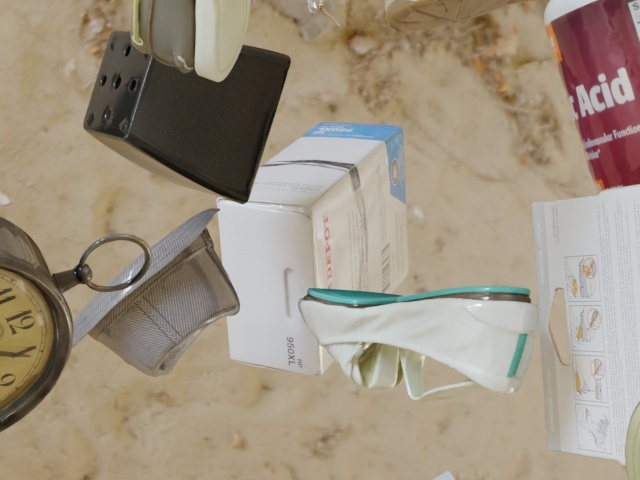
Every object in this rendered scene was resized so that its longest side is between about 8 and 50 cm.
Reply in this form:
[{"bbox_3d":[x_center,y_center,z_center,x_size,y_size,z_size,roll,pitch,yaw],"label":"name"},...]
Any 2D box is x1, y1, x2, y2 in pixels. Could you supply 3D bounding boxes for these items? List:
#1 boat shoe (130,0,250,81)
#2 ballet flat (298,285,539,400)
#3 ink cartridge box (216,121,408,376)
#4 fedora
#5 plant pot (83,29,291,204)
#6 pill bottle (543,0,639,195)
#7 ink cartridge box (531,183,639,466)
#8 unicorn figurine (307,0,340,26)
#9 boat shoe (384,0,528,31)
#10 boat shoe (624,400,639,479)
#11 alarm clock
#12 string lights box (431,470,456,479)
[{"bbox_3d":[-0.104,-0.276,0.939,0.109,0.091,0.305,-57,160,-53],"label":"boat shoe"},{"bbox_3d":[0.093,0.118,1.357,0.139,0.400,0.139,2,87,-33],"label":"ballet flat"},{"bbox_3d":[0.000,0.000,1.900,0.395,0.166,0.285,-43,134,-57],"label":"ink cartridge box"},{"bbox_3d":[-0.182,0.077,1.412,0.244,0.275,0.124,-42,92,-4],"label":"fedora"},{"bbox_3d":[-0.174,-0.167,1.418,0.167,0.187,0.188,18,90,-37],"label":"plant pot"},{"bbox_3d":[0.408,-0.225,1.445,0.224,0.224,0.392,-18,90,-37],"label":"pill bottle"},{"bbox_3d":[0.333,0.091,1.254,0.066,0.261,0.296,-3,88,-23],"label":"ink cartridge box"},{"bbox_3d":[-0.028,-0.348,1.515,0.060,0.111,0.162,3,84,-31],"label":"unicorn figurine"},{"bbox_3d":[0.190,-0.278,1.116,0.285,0.103,0.092,-16,83,-5],"label":"boat shoe"},{"bbox_3d":[0.290,0.198,0.808,0.104,0.089,0.285,-30,125,-1],"label":"boat shoe"},{"bbox_3d":[-0.177,0.037,0.595,0.192,0.064,0.129,-19,134,-13],"label":"alarm clock"},{"bbox_3d":[0.110,0.395,1.521,0.133,0.259,0.077,-27,69,-17],"label":"string lights box"}]
